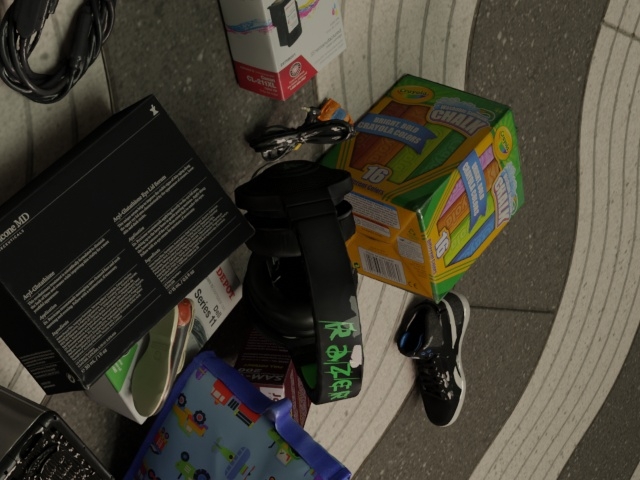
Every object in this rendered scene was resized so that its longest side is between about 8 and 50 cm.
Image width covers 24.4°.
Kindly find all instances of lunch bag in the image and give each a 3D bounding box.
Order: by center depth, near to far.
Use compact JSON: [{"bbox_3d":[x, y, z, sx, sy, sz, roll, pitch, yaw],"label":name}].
[{"bbox_3d":[-0.100,0.280,1.705,0.138,0.221,0.293,-29,153,-45],"label":"lunch bag"}]

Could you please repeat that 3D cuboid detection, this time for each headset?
[{"bbox_3d":[0.000,0.000,1.660,0.185,0.394,0.243,-11,134,-11],"label":"headset"}]

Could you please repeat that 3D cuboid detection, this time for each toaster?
[{"bbox_3d":[-0.330,0.260,1.555,0.168,0.110,0.185,-55,144,-21],"label":"toaster"}]

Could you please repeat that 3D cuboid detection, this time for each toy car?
[{"bbox_3d":[0.000,-0.129,1.869,0.122,0.041,0.060,-42,138,-35],"label":"toy car"}]

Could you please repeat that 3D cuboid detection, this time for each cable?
[{"bbox_3d":[-0.253,-0.221,1.457,0.150,0.047,0.184,-33,146,-57],"label":"cable"}]

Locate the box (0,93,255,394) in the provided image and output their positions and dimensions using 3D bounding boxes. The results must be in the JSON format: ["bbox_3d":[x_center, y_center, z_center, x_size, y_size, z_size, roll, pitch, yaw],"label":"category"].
[{"bbox_3d":[-0.223,0.003,1.504,0.261,0.103,0.184,-44,108,-32],"label":"box"}]

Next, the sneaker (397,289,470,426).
[{"bbox_3d":[0.160,0.187,2.246,0.121,0.079,0.216,-11,108,-48],"label":"sneaker"}]

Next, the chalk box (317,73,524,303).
[{"bbox_3d":[0.154,-0.092,1.984,0.289,0.180,0.179,-48,142,-30],"label":"chalk box"}]

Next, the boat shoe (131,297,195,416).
[{"bbox_3d":[-0.169,0.126,1.609,0.043,0.049,0.137,5,100,-58],"label":"boat shoe"}]

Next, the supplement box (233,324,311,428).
[{"bbox_3d":[-0.048,0.152,1.839,0.239,0.073,0.130,-71,161,-55],"label":"supplement box"}]

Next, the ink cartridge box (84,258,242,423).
[{"bbox_3d":[-0.194,0.076,1.666,0.208,0.087,0.153,-53,144,-24],"label":"ink cartridge box"}]

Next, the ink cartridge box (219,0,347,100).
[{"bbox_3d":[-0.045,-0.270,1.698,0.127,0.072,0.175,-44,140,-32],"label":"ink cartridge box"}]
